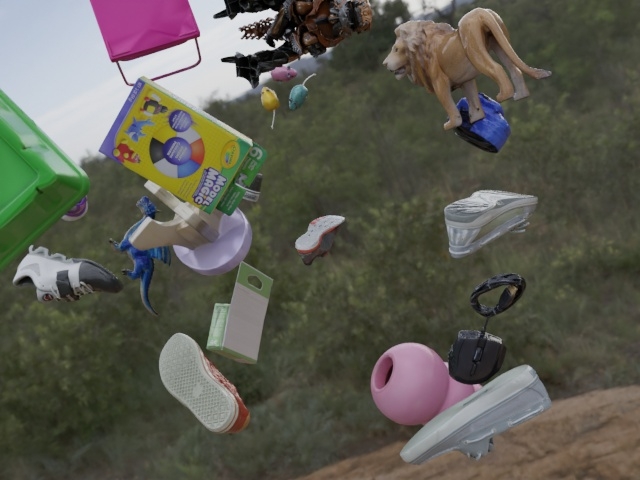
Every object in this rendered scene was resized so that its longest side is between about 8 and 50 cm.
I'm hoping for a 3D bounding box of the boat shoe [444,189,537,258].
[{"bbox_3d":[0.371,-0.045,1.701,0.118,0.103,0.320,12,20,35],"label":"boat shoe"}]

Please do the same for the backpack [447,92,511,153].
[{"bbox_3d":[0.346,-0.249,1.659,0.101,0.120,0.098,-55,-25,8],"label":"backpack"}]

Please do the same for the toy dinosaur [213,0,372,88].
[{"bbox_3d":[-0.051,-0.353,1.327,0.218,0.164,0.322,-20,-2,-31],"label":"toy dinosaur"}]

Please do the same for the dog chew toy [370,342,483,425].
[{"bbox_3d":[0.297,0.392,2.004,0.206,0.332,0.206,-51,25,36],"label":"dog chew toy"}]

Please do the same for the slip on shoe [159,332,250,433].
[{"bbox_3d":[-0.271,0.331,1.800,0.123,0.101,0.331,-52,48,-1],"label":"slip on shoe"}]

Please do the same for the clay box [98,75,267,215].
[{"bbox_3d":[-0.203,-0.135,1.180,0.127,0.222,0.053,-58,10,12],"label":"clay box"}]

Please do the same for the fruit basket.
[{"bbox_3d":[-0.601,-0.126,1.281,0.283,0.392,0.392,-45,16,-12],"label":"fruit basket"}]

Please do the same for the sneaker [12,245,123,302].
[{"bbox_3d":[-0.705,0.124,2.179,0.331,0.122,0.146,11,56,22],"label":"sneaker"}]

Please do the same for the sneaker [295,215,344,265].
[{"bbox_3d":[0.000,0.000,1.678,0.061,0.064,0.158,11,36,35],"label":"sneaker"}]

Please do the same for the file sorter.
[{"bbox_3d":[-0.412,-0.530,1.794,0.202,0.290,0.182,-19,-11,-9],"label":"file sorter"}]

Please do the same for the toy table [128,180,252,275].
[{"bbox_3d":[-0.284,-0.049,1.735,0.274,0.161,0.252,16,68,48],"label":"toy table"}]

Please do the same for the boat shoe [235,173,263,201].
[{"bbox_3d":[-0.192,-0.149,1.753,0.078,0.070,0.219,14,10,-40],"label":"boat shoe"}]

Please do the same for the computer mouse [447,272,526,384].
[{"bbox_3d":[0.205,0.120,0.974,0.071,0.242,0.041,11,53,6],"label":"computer mouse"}]

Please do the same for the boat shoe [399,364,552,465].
[{"bbox_3d":[0.219,0.265,1.097,0.227,0.081,0.079,-36,-4,13],"label":"boat shoe"}]

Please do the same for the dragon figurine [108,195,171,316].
[{"bbox_3d":[-0.420,0.032,1.923,0.144,0.289,0.085,-25,-11,-1],"label":"dragon figurine"}]

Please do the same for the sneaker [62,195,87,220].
[{"bbox_3d":[-0.643,-0.152,1.875,0.095,0.236,0.104,-48,17,-23],"label":"sneaker"}]

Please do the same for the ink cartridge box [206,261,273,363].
[{"bbox_3d":[-0.206,0.188,2.030,0.056,0.235,0.171,-1,-20,28],"label":"ink cartridge box"}]

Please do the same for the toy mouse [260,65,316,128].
[{"bbox_3d":[-0.078,-0.363,1.836,0.143,0.161,0.031,-21,-11,9],"label":"toy mouse"}]

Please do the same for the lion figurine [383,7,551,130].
[{"bbox_3d":[0.274,-0.351,1.481,0.142,0.240,0.392,-20,1,-25],"label":"lion figurine"}]
